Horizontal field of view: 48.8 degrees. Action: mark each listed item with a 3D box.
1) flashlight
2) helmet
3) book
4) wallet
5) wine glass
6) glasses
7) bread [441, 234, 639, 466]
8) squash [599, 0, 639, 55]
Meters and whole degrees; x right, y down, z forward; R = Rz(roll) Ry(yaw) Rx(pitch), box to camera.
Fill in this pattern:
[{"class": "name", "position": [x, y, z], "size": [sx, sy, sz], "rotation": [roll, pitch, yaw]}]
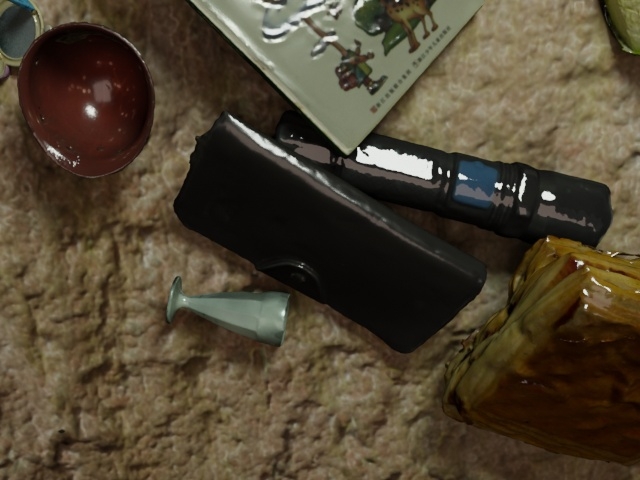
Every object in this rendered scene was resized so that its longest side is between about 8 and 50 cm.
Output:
[{"class": "flashlight", "position": [0.139, -0.071, 0.867], "size": [0.423, 0.103, 0.103], "rotation": [13, 104, -1]}, {"class": "helmet", "position": [-0.263, -0.170, 0.841], "size": [0.154, 0.106, 0.175], "rotation": [-5, 107, 1]}, {"class": "book", "position": [-0.017, -0.314, 0.794], "size": [0.371, 0.043, 0.260], "rotation": [43, 80, -10]}, {"class": "wallet", "position": [0.000, 0.000, 0.867], "size": [0.377, 0.051, 0.197], "rotation": [31, 135, -8]}, {"class": "wine glass", "position": [-0.118, 0.089, 0.924], "size": [0.154, 0.073, 0.073], "rotation": [12, 104, 1]}, {"class": "glasses", "position": [-0.445, -0.238, 0.792], "size": [0.189, 0.220, 0.088], "rotation": [-44, 61, 11]}, {"class": "bread", "position": [0.328, 0.129, 0.849], "size": [0.277, 0.167, 0.325], "rotation": [19, 139, -6]}, {"class": "squash", "position": [0.478, -0.312, 0.792], "size": [0.287, 0.137, 0.137], "rotation": [-20, 103, 3]}]
